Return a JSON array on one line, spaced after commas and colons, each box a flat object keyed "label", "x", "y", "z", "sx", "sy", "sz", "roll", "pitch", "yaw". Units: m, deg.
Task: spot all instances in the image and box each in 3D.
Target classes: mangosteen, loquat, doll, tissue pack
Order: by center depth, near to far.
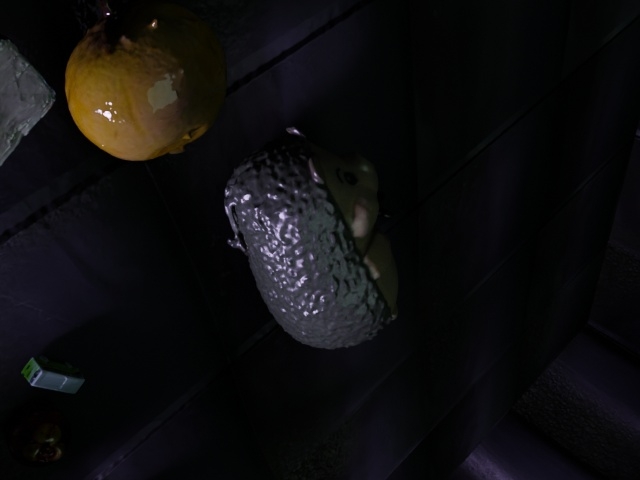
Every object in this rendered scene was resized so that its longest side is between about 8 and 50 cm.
[{"label": "tissue pack", "x": -0.310, "y": -0.132, "z": 0.586, "sx": 0.103, "sy": 0.170, "sz": 0.090, "roll": -50, "pitch": 146, "yaw": -13}, {"label": "loquat", "x": -0.180, "y": -0.161, "z": 0.749, "sx": 0.172, "sy": 0.149, "sz": 0.204, "roll": -49, "pitch": 158, "yaw": -17}, {"label": "mangosteen", "x": -0.370, "y": 0.263, "z": 0.937, "sx": 0.081, "sy": 0.081, "sz": 0.081, "roll": -32, "pitch": 140, "yaw": -32}, {"label": "doll", "x": 0.000, "y": 0.000, "z": 1.052, "sx": 0.247, "sy": 0.247, "sz": 0.350, "roll": -44, "pitch": 130, "yaw": -17}]

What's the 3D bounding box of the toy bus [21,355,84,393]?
[{"label": "toy bus", "x": -0.348, "y": 0.177, "z": 0.926, "sx": 0.031, "sy": 0.037, "sz": 0.083, "roll": -54, "pitch": 147, "yaw": -1}]
